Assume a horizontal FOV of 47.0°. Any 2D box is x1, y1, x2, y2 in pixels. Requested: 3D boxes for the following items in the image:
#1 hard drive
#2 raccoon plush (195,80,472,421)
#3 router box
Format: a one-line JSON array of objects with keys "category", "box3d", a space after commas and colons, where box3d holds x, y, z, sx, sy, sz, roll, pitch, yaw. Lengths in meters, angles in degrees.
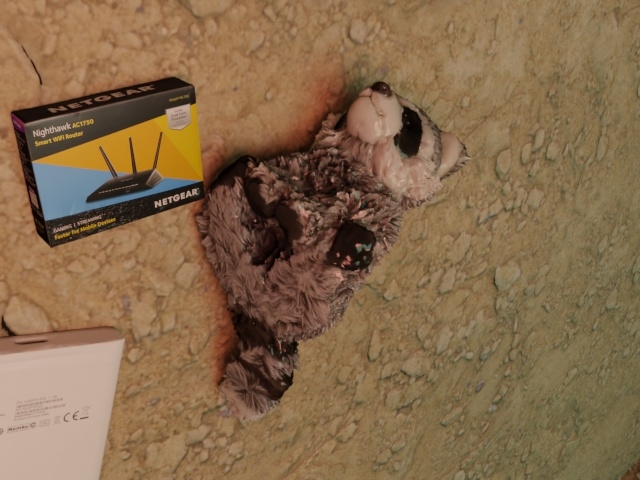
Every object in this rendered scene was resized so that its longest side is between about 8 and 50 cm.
[{"category": "hard drive", "box3d": [-0.342, 0.250, 0.827, 0.203, 0.040, 0.307, -1, 113, -42]}, {"category": "raccoon plush", "box3d": [0.000, 0.000, 0.961, 0.299, 0.216, 0.446, -33, 162, -43]}, {"category": "router box", "box3d": [-0.211, -0.083, 0.758, 0.179, 0.046, 0.133, -23, 126, -33]}]
